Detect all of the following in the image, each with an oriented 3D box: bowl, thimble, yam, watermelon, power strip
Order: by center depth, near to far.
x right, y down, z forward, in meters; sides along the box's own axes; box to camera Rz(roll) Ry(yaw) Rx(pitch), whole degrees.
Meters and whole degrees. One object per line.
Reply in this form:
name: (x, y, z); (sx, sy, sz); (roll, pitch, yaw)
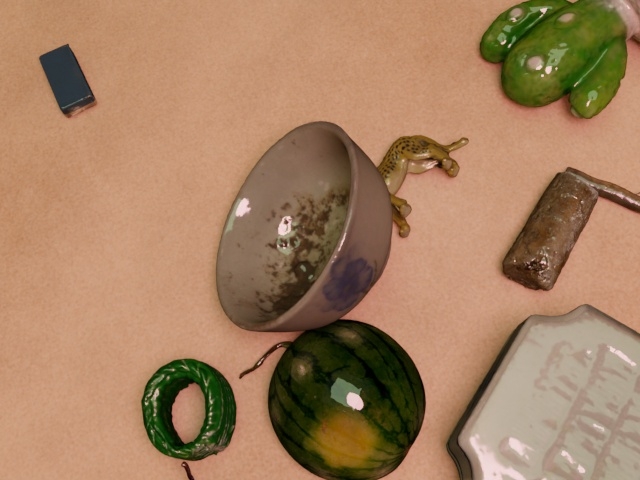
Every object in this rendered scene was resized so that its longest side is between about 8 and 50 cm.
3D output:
watermelon: (0.023, 0.193, 0.944); (0.204, 0.127, 0.232); (-37, 65, -5)
thimble: (-0.172, 0.225, 0.968); (0.118, 0.090, 0.130); (-32, 69, -4)
bowl: (0.000, 0.000, 0.980); (0.289, 0.146, 0.289); (-32, 46, 40)
yam: (0.323, -0.014, 1.019); (0.078, 0.078, 0.179); (31, 74, 15)
yam: (0.459, -0.051, 1.046); (0.234, 0.027, 0.029); (27, 48, 13)
power strip: (-0.413, -0.262, 1.199); (0.056, 0.032, 0.123); (-27, 69, -5)

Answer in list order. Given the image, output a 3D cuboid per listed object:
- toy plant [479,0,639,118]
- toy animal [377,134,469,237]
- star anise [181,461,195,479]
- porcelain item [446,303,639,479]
toy plant: (0.409, -0.309, 1.090); (0.316, 0.184, 0.224); (-33, 65, 10)
toy animal: (0.114, -0.106, 1.075); (0.136, 0.073, 0.181); (36, 81, 28)
star anise: (-0.117, 0.358, 0.920); (0.097, 0.070, 0.190); (-32, 90, -4)
porcelain item: (0.316, 0.247, 0.879); (0.281, 0.157, 0.285); (30, 74, 13)
